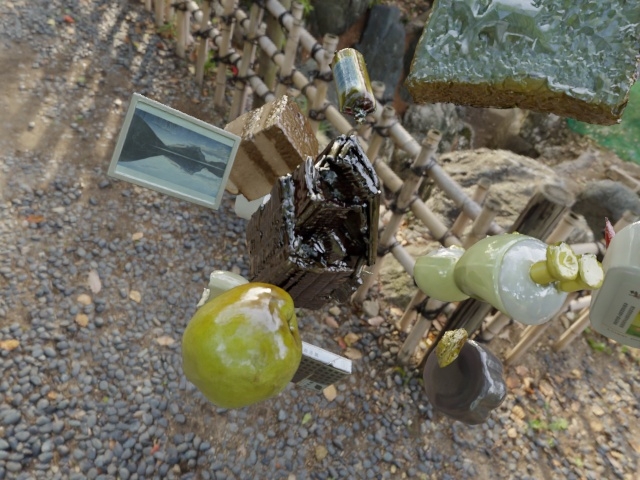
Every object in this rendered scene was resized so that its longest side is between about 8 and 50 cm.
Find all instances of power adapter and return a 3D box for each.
[{"bbox_3d":[-0.149,-0.107,1.608,0.187,0.124,0.255,9,6,-37],"label":"power adapter"}]

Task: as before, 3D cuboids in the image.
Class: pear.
[{"bbox_3d":[-0.120,0.165,0.765,0.200,0.200,0.200,11,44,-10],"label":"pear"}]

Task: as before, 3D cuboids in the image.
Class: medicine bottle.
[{"bbox_3d":[0.543,0.064,0.748,0.179,0.324,0.124,12,62,25],"label":"medicine bottle"}]

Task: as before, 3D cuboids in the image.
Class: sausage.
[{"bbox_3d":[0.112,-0.482,1.544,0.125,0.117,0.317,10,51,-24],"label":"sausage"}]

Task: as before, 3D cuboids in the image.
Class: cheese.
[{"bbox_3d":[-0.200,0.165,1.236,0.249,0.163,0.071,19,40,7],"label":"cheese"}]

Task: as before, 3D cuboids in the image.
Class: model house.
[{"bbox_3d":[0.000,0.000,0.980,0.297,0.317,0.282,47,37,-3],"label":"model house"}]

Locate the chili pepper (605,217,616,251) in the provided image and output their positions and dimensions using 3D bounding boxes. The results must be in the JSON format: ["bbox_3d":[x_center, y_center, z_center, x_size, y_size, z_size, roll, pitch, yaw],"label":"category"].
[{"bbox_3d":[0.660,0.032,1.073,0.045,0.027,0.178,21,65,-41],"label":"chili pepper"}]

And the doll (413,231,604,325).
[{"bbox_3d":[0.232,0.043,0.678,0.141,0.117,0.296,10,0,-28],"label":"doll"}]

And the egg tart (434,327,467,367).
[{"bbox_3d":[0.358,0.293,1.323,0.052,0.130,0.130,34,44,29],"label":"egg tart"}]

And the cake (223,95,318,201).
[{"bbox_3d":[-0.168,-0.245,1.351,0.196,0.293,0.199,51,28,-35],"label":"cake"}]

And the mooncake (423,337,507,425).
[{"bbox_3d":[0.418,0.407,1.389,0.133,0.245,0.245,31,38,-23],"label":"mooncake"}]

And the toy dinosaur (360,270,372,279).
[{"bbox_3d":[0.092,0.079,1.232,0.058,0.180,0.037,43,87,-1],"label":"toy dinosaur"}]

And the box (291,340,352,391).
[{"bbox_3d":[-0.092,0.337,1.357,0.325,0.180,0.047,27,46,-19],"label":"box"}]

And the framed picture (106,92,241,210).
[{"bbox_3d":[-0.256,-0.152,0.855,0.203,0.150,0.015,19,-1,-31],"label":"framed picture"}]

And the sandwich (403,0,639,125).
[{"bbox_3d":[0.299,-0.314,0.672,0.301,0.271,0.099,15,6,22],"label":"sandwich"}]
